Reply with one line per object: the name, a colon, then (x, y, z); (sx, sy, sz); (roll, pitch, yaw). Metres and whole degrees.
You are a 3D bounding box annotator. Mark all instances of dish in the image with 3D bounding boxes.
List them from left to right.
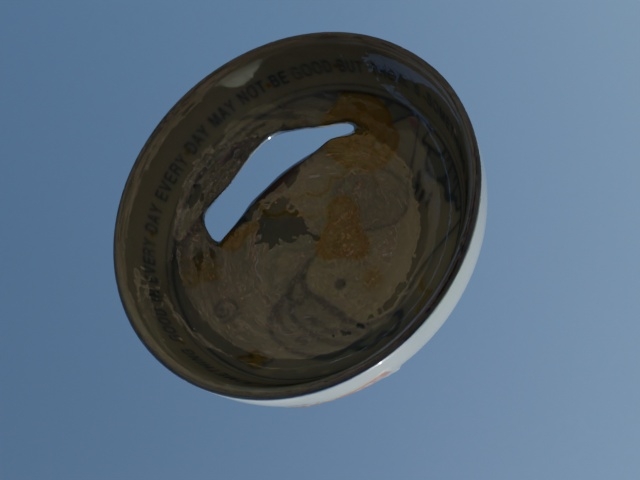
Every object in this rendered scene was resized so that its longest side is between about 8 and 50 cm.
dish: (0.000, 0.000, 0.917); (0.134, 0.273, 0.273); (46, -162, -58)
